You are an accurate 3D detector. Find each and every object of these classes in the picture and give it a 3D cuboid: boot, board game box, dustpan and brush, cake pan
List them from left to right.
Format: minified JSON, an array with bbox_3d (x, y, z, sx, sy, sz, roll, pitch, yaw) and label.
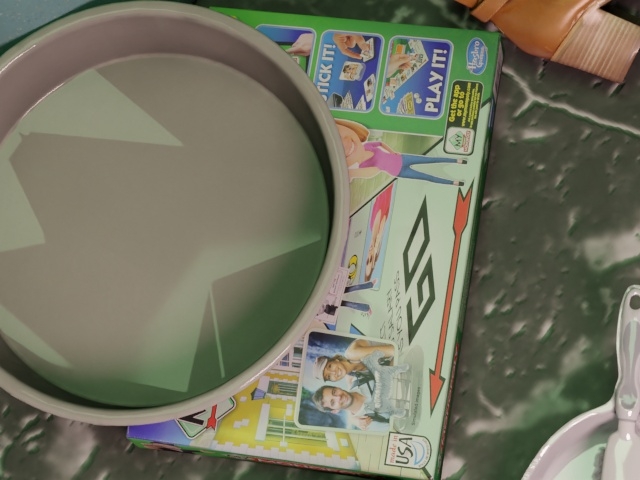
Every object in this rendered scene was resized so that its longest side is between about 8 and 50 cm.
[{"bbox_3d":[-0.122,-0.017,1.243,0.293,0.054,0.293,-2,76,8],"label":"cake pan"},{"bbox_3d":[0.000,0.000,1.275,0.213,0.046,0.317,6,75,11],"label":"board game box"},{"bbox_3d":[0.180,-0.222,1.268,0.152,0.073,0.197,27,96,5],"label":"boot"},{"bbox_3d":[0.196,0.137,1.193,0.147,0.060,0.211,4,75,11],"label":"dustpan and brush"}]

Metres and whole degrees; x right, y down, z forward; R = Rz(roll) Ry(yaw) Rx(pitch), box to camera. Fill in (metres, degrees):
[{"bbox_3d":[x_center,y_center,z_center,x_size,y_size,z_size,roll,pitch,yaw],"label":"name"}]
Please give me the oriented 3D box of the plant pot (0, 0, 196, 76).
[{"bbox_3d":[-0.239,-0.252,1.310,0.290,0.195,0.290,-2,74,9],"label":"plant pot"}]
